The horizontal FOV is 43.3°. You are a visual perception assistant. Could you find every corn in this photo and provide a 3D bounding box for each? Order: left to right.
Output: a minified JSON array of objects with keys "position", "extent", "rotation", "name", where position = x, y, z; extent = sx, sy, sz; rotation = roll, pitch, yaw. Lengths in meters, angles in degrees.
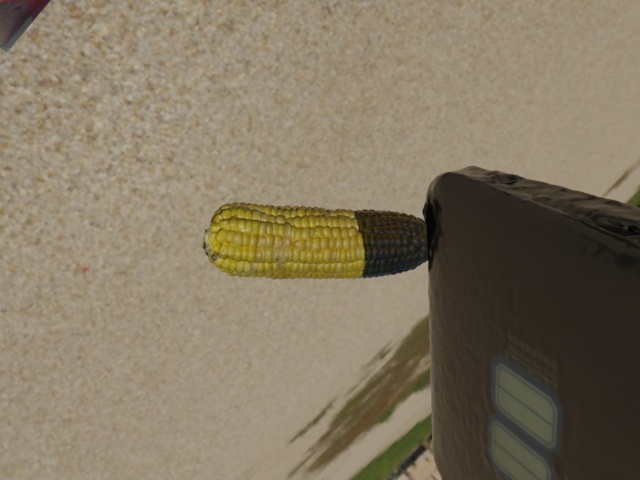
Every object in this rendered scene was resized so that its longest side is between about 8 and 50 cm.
[{"position":[0.000,0.000,0.995],"extent":[0.291,0.101,0.101],"rotation":[-1,152,-10],"name":"corn"}]

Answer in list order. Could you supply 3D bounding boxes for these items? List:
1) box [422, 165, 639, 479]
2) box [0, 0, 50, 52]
[{"position":[0.205,0.129,0.672],"extent":[0.091,0.359,0.350],"rotation":[-14,112,-25],"name":"box"},{"position":[-0.430,-0.395,1.160],"extent":[0.224,0.069,0.120],"rotation":[-47,126,3],"name":"box"}]
